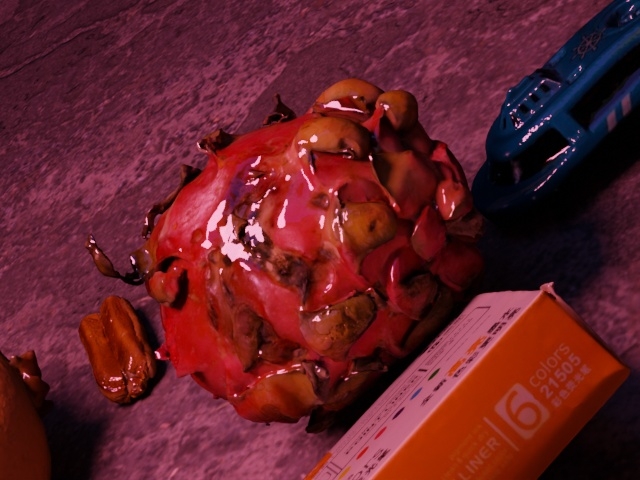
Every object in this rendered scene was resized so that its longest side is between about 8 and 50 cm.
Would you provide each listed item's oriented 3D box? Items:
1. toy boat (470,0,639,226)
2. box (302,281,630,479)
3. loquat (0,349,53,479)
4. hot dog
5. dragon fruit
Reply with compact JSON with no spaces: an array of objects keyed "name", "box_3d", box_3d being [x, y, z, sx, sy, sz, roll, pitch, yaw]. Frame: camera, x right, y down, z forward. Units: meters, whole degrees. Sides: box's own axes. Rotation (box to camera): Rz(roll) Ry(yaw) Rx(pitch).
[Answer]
[{"name":"toy boat","box_3d":[0.227,-0.146,1.276,0.299,0.092,0.134,-45,20,10]},{"name":"box","box_3d":[0.073,0.160,1.033,0.274,0.091,0.221,-47,2,-10]},{"name":"loquat","box_3d":[-0.383,0.192,1.404,0.274,0.275,0.275,-28,33,21]},{"name":"hot dog","box_3d":[-0.211,0.113,1.530,0.071,0.045,0.165,-39,31,0]},{"name":"dragon fruit","box_3d":[0.000,0.000,1.200,0.291,0.269,0.250,-50,-5,35]}]
